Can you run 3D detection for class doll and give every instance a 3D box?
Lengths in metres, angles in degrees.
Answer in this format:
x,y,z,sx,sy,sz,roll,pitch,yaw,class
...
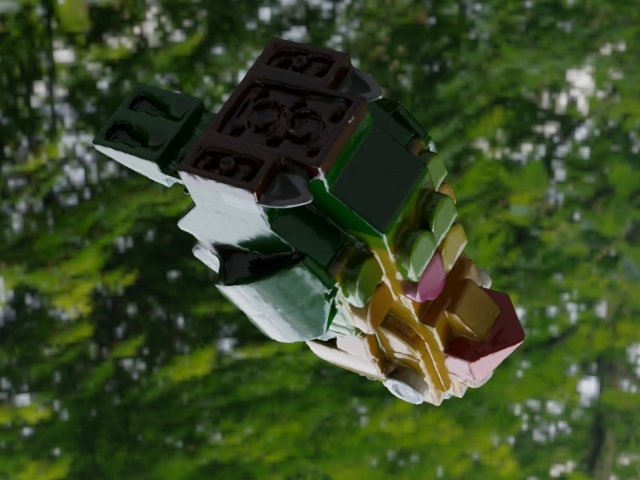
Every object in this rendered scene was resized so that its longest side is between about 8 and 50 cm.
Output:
x,y,z,sx,sy,sz,roll,pitch,yaw,class
0.005,-0.001,0.663,0.134,0.186,0.106,-10,-138,52,doll
